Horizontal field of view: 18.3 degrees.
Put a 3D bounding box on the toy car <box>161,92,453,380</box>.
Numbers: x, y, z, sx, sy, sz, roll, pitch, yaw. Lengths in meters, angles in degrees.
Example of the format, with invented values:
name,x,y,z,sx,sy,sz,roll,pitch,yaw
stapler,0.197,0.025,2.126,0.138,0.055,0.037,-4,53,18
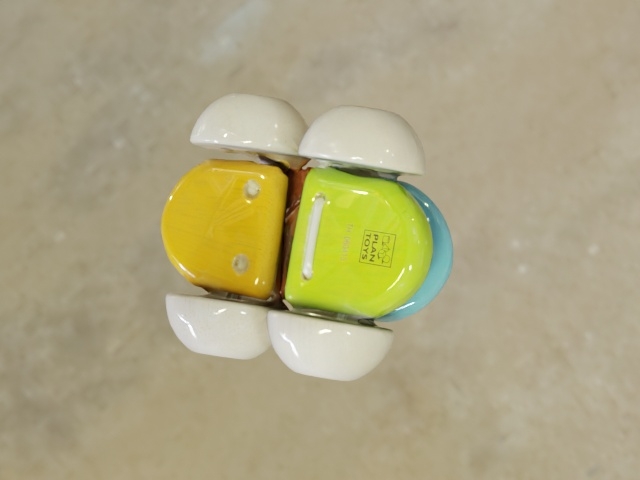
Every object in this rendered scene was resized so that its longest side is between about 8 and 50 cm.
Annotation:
name,x,y,z,sx,sy,sz,roll,pitch,yaw
toy car,0.000,0.000,1.201,0.182,0.136,0.159,8,88,34
